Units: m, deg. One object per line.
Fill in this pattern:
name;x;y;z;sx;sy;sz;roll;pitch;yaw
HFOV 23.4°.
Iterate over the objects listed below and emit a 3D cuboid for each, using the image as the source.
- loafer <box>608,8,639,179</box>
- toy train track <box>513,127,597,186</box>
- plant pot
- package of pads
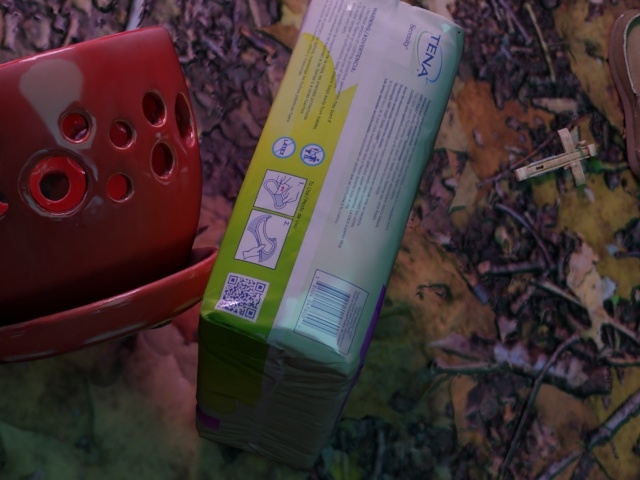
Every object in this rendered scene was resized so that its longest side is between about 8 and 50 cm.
loafer;0.278;-0.122;1.275;0.056;0.050;0.148;-7;84;-29
toy train track;0.192;-0.064;1.239;0.083;0.014;0.048;-19;89;-29
plant pot;-0.162;-0.026;0.954;0.191;0.191;0.174;-20;99;-29
package of pads;0.000;0.000;0.967;0.101;0.296;0.229;19;71;1
